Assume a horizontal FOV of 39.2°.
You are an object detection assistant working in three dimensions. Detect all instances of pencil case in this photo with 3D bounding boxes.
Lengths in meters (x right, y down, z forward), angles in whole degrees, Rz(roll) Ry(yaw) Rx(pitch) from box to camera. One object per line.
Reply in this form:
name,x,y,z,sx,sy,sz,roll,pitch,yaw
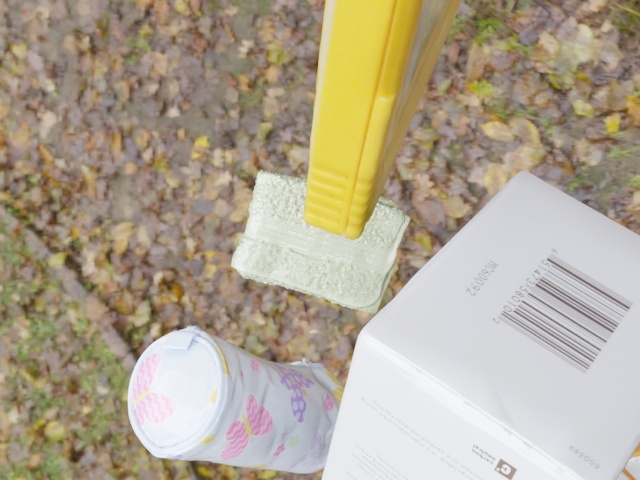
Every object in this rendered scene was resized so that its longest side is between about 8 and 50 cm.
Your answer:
pencil case,-0.071,0.169,0.918,0.113,0.273,0.124,18,85,33

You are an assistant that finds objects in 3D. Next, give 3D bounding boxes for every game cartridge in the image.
game cartridge,0.068,-0.193,0.517,0.053,0.285,0.323,18,142,9

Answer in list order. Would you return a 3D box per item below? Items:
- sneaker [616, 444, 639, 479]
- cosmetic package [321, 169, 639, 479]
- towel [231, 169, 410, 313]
sneaker,0.290,0.176,0.772,0.215,0.083,0.084,-40,106,23
cosmetic package,0.109,0.162,0.629,0.155,0.197,0.365,33,138,19
towel,0.000,0.000,0.833,0.148,0.027,0.110,16,96,-3
